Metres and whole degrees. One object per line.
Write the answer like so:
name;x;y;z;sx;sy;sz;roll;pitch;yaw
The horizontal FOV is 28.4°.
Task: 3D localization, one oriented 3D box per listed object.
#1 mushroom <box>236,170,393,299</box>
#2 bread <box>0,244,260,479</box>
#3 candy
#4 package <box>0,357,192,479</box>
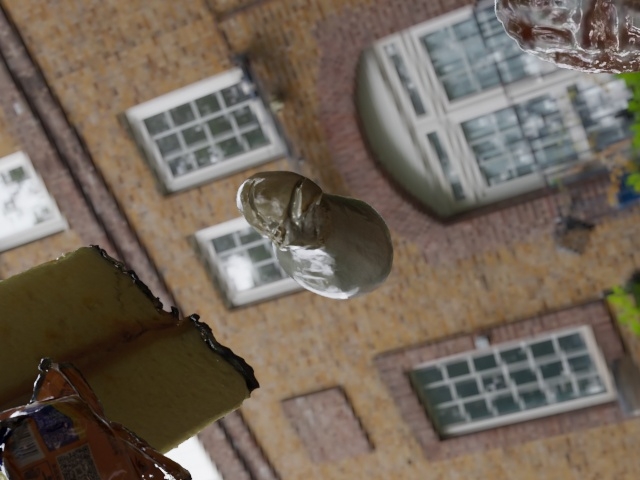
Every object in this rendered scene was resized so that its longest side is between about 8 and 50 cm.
mushroom;0.000;0.000;1.132;0.225;0.116;0.093;35;-119;-75
bread;-0.361;0.188;1.674;0.405;0.242;0.346;-35;-87;-37
candy;0.351;-0.306;1.514;0.157;0.289;0.214;-24;-65;-57
package;-0.098;0.080;0.506;0.110;0.077;0.033;-14;-54;-68
